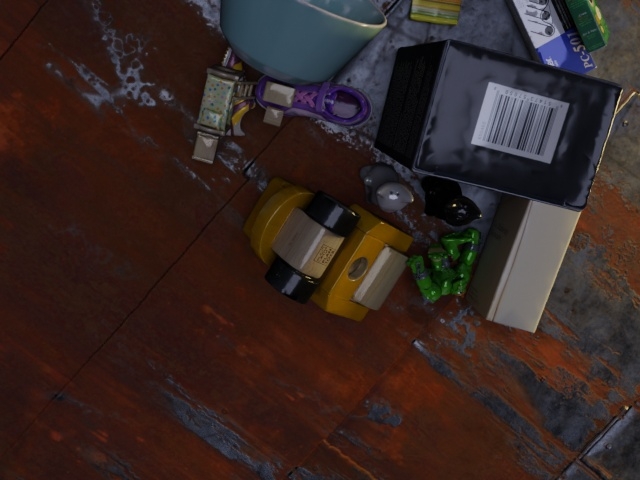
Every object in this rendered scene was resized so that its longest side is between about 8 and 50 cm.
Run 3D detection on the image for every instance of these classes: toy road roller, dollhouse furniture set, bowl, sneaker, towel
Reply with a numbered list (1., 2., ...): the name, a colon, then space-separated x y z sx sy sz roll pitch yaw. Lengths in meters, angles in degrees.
1. toy road roller: 0.000 0.000 1.475 0.329 0.240 0.202 24 101 -48
2. dollhouse furniture set: -0.145 -0.211 1.374 0.161 0.101 0.181 15 108 -4
3. bowl: -0.054 -0.392 1.333 0.312 0.311 0.163 23 119 -10
4. sneaker: -0.008 -0.273 1.437 0.236 0.104 0.095 11 102 -7
5. sneaker: -0.160 -0.294 1.439 0.084 0.069 0.185 14 109 -10
6. towel: 0.236 -0.543 1.447 0.102 0.021 0.237 5 101 -12

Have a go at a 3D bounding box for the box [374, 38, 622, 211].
1. box: 0.285 -0.213 1.327 0.294 0.395 0.212 13 101 -7

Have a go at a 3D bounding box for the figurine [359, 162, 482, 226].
1. figurine: 0.187 -0.084 1.441 0.215 0.209 0.092 11 101 -7

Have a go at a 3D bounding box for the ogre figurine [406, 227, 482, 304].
1. ogre figurine: 0.259 0.055 1.530 0.097 0.197 0.118 10 120 30

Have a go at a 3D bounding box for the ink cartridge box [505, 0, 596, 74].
1. ink cartridge box: 0.457 -0.412 1.480 0.097 0.046 0.207 -29 103 2

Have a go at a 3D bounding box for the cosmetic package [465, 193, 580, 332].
1. cosmetic package: 0.413 0.011 1.510 0.113 0.160 0.309 15 99 -8

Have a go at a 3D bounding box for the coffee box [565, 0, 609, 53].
1. coffee box: 0.503 -0.463 1.442 0.040 0.113 0.184 -21 107 32
